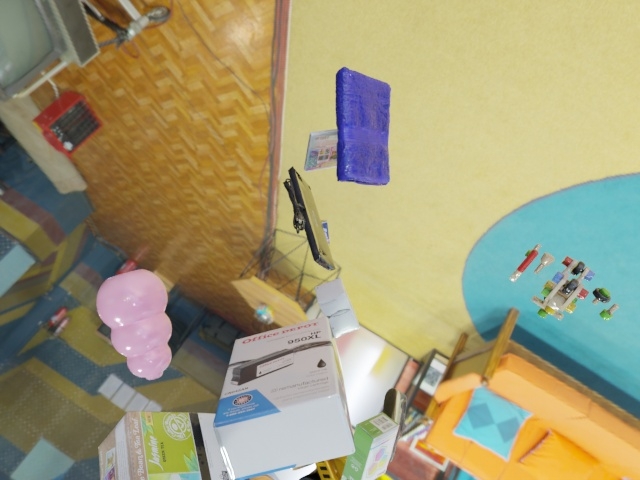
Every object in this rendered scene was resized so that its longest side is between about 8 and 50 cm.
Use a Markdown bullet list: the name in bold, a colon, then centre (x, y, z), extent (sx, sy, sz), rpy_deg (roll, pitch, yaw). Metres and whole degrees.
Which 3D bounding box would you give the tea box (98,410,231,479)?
- **tea box**: centre (-0.467, 0.724, 1.501), extent (0.323, 0.220, 0.329), rpy_deg (18, -148, -41)

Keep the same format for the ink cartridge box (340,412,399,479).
- **ink cartridge box**: centre (0.122, 0.555, 1.257), extent (0.109, 0.209, 0.062), rpy_deg (-3, -158, -46)

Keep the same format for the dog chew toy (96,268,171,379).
- **dog chew toy**: centre (-0.550, 0.261, 1.510), extent (0.206, 0.206, 0.332), rpy_deg (-19, 88, 60)

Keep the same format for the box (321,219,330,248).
- **box**: centre (0.000, 0.000, 2.053), extent (0.059, 0.054, 0.169), rpy_deg (10, 112, 50)

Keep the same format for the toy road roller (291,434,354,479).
- **toy road roller**: centre (0.021, 0.690, 1.647), extent (0.202, 0.240, 0.330), rpy_deg (15, -132, -65)

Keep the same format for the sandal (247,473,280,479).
- **sandal**: centre (-0.175, 0.627, 1.211), extent (0.102, 0.076, 0.265), rpy_deg (52, 137, 14)

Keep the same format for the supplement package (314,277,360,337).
- **supplement package**: centre (0.061, 0.244, 1.790), extent (0.105, 0.105, 0.179), rpy_deg (-104, -9, -60)

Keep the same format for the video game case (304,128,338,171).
- **video game case**: centre (0.032, -0.274, 1.486), extent (0.143, 0.157, 0.019), rpy_deg (103, 148, -50)

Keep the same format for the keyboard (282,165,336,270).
- **keyboard**: centre (-0.043, -0.073, 1.345), extent (0.033, 0.317, 0.201), rpy_deg (-26, 145, 13)

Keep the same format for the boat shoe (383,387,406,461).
- **boat shoe**: centre (0.234, 0.584, 1.554), extent (0.073, 0.224, 0.080), rpy_deg (23, 151, -22)

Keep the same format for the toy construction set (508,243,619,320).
- **toy construction set**: centre (0.803, 0.179, 1.737), extent (0.308, 0.257, 0.237), rpy_deg (27, 121, -4)

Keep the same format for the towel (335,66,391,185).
- **towel**: centre (0.128, -0.310, 1.385), extent (0.076, 0.309, 0.227), rpy_deg (-1, -178, 37)

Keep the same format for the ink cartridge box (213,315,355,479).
- **ink cartridge box**: centre (-0.086, 0.374, 1.249), extent (0.395, 0.285, 0.166), rpy_deg (-100, -5, -74)
